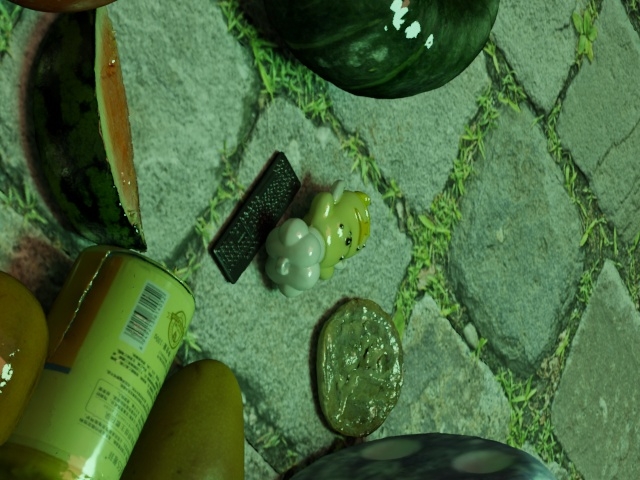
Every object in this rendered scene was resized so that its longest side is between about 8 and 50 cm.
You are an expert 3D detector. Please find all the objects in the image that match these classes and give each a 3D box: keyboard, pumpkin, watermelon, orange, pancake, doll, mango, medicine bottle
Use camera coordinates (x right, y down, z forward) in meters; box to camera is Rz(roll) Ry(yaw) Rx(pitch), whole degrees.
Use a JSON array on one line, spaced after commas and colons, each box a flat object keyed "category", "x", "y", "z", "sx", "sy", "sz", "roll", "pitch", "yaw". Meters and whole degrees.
[{"category": "keyboard", "x": -0.065, "y": -0.024, "z": 1.476, "sx": 0.155, "sy": 0.010, "sz": 0.053, "roll": -58, "pitch": 134, "yaw": -35}, {"category": "pumpkin", "x": 0.070, "y": -0.299, "z": 1.487, "sx": 0.300, "sy": 0.207, "sz": 0.300, "roll": 8, "pitch": 79, "yaw": -44}, {"category": "watermelon", "x": -0.199, "y": -0.101, "z": 1.270, "sx": 0.119, "sy": 0.063, "sz": 0.245, "roll": -27, "pitch": 108, "yaw": -69}, {"category": "orange", "x": -0.279, "y": 0.093, "z": 1.094, "sx": 0.124, "sy": 0.156, "sz": 0.156, "roll": 20, "pitch": 69, "yaw": -5}, {"category": "pancake", "x": 0.042, "y": 0.143, "z": 1.604, "sx": 0.158, "sy": 0.028, "sz": 0.158, "roll": 1, "pitch": 89, "yaw": -49}, {"category": "doll", "x": 0.000, "y": 0.000, "z": 1.515, "sx": 0.162, "sy": 0.062, "sz": 0.106, "roll": -33, "pitch": 129, "yaw": -48}, {"category": "mango", "x": -0.129, "y": 0.226, "z": 1.316, "sx": 0.138, "sy": 0.113, "sz": 0.253, "roll": 45, "pitch": 49, "yaw": -38}, {"category": "medicine bottle", "x": -0.202, "y": 0.129, "z": 1.211, "sx": 0.124, "sy": 0.124, "sz": 0.239, "roll": 50, "pitch": 53, "yaw": -40}]

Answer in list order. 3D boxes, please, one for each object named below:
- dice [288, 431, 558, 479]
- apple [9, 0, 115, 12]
[{"category": "dice", "x": 0.105, "y": 0.369, "z": 1.487, "sx": 0.270, "sy": 0.271, "sz": 0.270, "roll": -23, "pitch": 109, "yaw": -50}, {"category": "apple", "x": -0.205, "y": -0.293, "z": 1.158, "sx": 0.235, "sy": 0.173, "sz": 0.210, "roll": -20, "pitch": 106, "yaw": -52}]
